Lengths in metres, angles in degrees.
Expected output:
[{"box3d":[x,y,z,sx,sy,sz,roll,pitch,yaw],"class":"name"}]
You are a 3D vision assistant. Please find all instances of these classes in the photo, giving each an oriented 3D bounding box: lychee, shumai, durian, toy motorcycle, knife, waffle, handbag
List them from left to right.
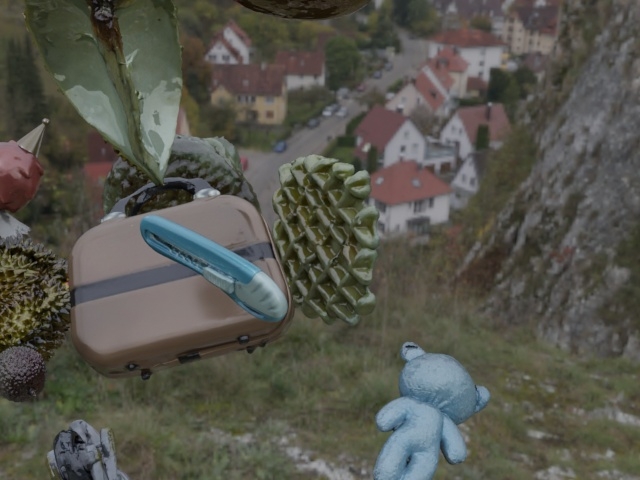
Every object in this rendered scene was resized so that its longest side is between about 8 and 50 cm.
[{"box3d":[-0.563,0.122,1.543,0.258,0.258,0.293,14,51,27],"class":"durian"},{"box3d":[-0.368,0.164,1.047,0.083,0.067,0.068,32,-5,36],"class":"lychee"},{"box3d":[-0.202,0.282,0.835,0.073,0.225,0.152,-22,1,-6],"class":"toy motorcycle"},{"box3d":[-0.180,-0.169,0.784,0.144,0.252,0.139,-21,55,-22],"class":"durian"},{"box3d":[-0.205,0.037,1.204,0.302,0.283,0.149,-14,-19,1],"class":"handbag"},{"box3d":[-0.352,-0.111,2.124,0.395,0.395,0.348,-3,23,-12],"class":"shumai"},{"box3d":[-0.121,0.027,0.905,0.222,0.064,0.031,27,46,33],"class":"knife"},{"box3d":[0.000,0.000,1.455,0.056,0.291,0.309,-5,8,-34],"class":"waffle"}]

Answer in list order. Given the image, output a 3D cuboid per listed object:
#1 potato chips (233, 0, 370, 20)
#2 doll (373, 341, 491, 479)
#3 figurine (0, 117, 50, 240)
[{"box3d":[-0.025,-0.284,0.938,0.195,0.061,0.208,-11,-13,35],"class":"potato chips"},{"box3d":[0.110,0.205,0.944,0.120,0.075,0.179,35,61,-4],"class":"doll"},{"box3d":[-0.729,-0.112,1.923,0.207,0.386,0.166,24,-5,-37],"class":"figurine"}]
